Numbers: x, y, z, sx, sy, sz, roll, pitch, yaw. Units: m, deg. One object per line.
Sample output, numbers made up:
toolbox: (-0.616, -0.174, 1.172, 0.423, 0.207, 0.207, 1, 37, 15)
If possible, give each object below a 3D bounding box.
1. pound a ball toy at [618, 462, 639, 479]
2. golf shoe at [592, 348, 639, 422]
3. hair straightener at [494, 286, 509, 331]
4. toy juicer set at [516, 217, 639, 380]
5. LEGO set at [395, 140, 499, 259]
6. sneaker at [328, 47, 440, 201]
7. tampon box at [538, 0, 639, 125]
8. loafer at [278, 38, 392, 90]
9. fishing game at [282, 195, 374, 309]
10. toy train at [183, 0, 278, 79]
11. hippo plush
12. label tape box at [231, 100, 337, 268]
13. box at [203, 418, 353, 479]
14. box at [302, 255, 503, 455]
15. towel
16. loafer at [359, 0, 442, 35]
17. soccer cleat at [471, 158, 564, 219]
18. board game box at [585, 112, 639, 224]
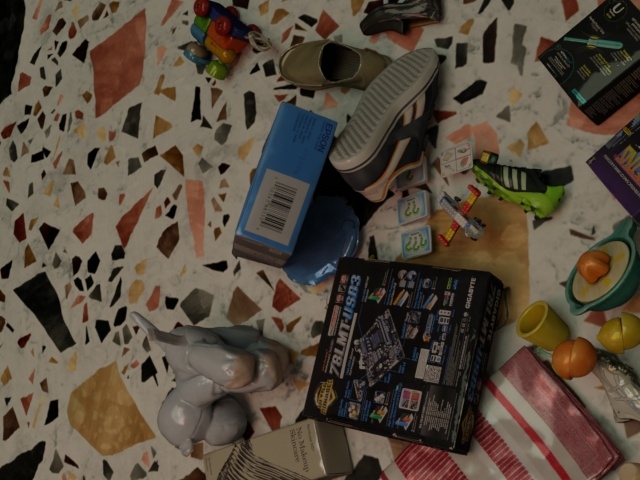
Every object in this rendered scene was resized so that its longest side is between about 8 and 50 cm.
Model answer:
pound a ball toy: (0.471, 0.503, 1.233, 0.208, 0.136, 0.319, 32, 100, 61)
golf shoe: (0.450, 0.231, 1.324, 0.176, 0.069, 0.086, 37, 108, 35)
hair straightener: (0.254, 0.174, 1.492, 0.230, 0.047, 0.089, -52, 57, 10)
toy juicer set: (0.430, 0.064, 1.296, 0.329, 0.089, 0.209, -49, 16, 16)
LEGO set: (0.207, -0.076, 1.525, 0.244, 0.060, 0.182, -17, 70, 50)
sneaker: (0.133, -0.208, 1.591, 0.126, 0.127, 0.321, 4, 50, 46)
tampon box: (0.458, -0.289, 1.402, 0.161, 0.101, 0.120, -40, 61, 21)
loafer: (0.015, -0.350, 1.730, 0.268, 0.092, 0.102, 10, 86, 36)
fishing game: (0.000, 0.000, 1.703, 0.189, 0.041, 0.264, -52, 51, 6)
toy train: (-0.198, -0.406, 1.893, 0.248, 0.105, 0.143, 45, 117, 32)
hippo plush: (-0.211, 0.292, 1.659, 0.234, 0.294, 0.236, 27, 105, 57)
label tape box: (-0.077, -0.084, 1.649, 0.115, 0.347, 0.249, 19, 80, -2)
box: (-0.083, 0.415, 1.639, 0.275, 0.094, 0.113, -26, 66, 29)
box: (0.135, 0.184, 1.482, 0.293, 0.073, 0.295, 4, 74, 35)
towel: (0.273, 0.352, 1.385, 0.329, 0.037, 0.237, -42, 53, 6)
loafer: (0.151, -0.419, 1.671, 0.170, 0.062, 0.061, -16, 76, 33)
soccer cleat: (0.331, -0.099, 1.486, 0.072, 0.060, 0.179, -45, 51, -10)
board game box: (0.497, -0.115, 1.327, 0.141, 0.048, 0.170, -44, 31, 18)
